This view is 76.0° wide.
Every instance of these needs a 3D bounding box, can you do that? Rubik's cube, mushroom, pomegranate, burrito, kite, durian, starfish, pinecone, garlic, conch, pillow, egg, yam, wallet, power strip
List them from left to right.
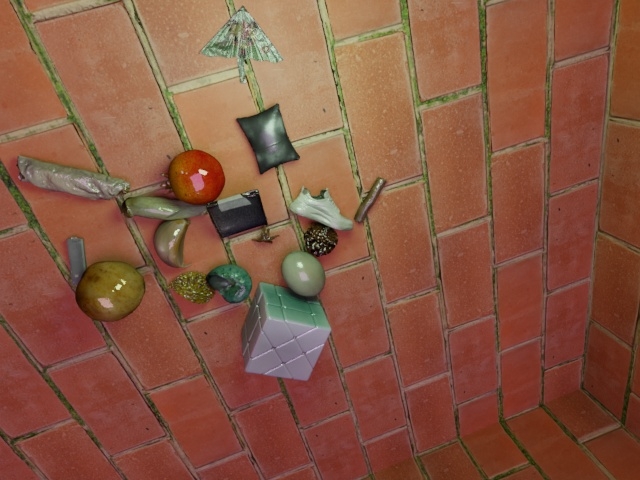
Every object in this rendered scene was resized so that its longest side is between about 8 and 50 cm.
[{"bbox_3d":[-0.945,-0.226,1.574,0.393,0.076,0.117,12,117,-18],"label":"burrito"},{"bbox_3d":[-1.024,0.096,1.727,0.060,0.027,0.252,1,114,-17],"label":"power strip"},{"bbox_3d":[-0.866,0.211,1.697,0.261,0.260,0.260,-6,116,-13],"label":"pomegranate"},{"bbox_3d":[-0.632,-0.130,1.683,0.334,0.107,0.087,4,134,-18],"label":"mushroom"},{"bbox_3d":[-0.628,0.018,1.755,0.164,0.146,0.244,-17,125,-43],"label":"garlic"},{"bbox_3d":[-0.507,-0.241,1.613,0.257,0.221,0.220,-14,117,0],"label":"pomegranate"},{"bbox_3d":[-0.580,0.223,1.877,0.182,0.165,0.132,51,137,-6],"label":"durian"},{"bbox_3d":[-0.409,0.202,1.891,0.196,0.134,0.202,5,121,17],"label":"conch"},{"bbox_3d":[-0.346,-0.114,1.730,0.221,0.071,0.262,-15,156,-5],"label":"wallet"},{"bbox_3d":[-0.293,-0.736,1.547,0.323,0.013,0.267,0,114,-15],"label":"kite"},{"bbox_3d":[-0.256,-0.007,1.859,0.131,0.041,0.133,-19,141,18],"label":"starfish"},{"bbox_3d":[-0.210,-0.411,1.669,0.186,0.106,0.249,-22,117,3],"label":"pillow"},{"bbox_3d":[-0.176,0.431,1.954,0.322,0.316,0.318,15,109,-22],"label":"Rubik's cube"},{"bbox_3d":[-0.077,0.158,1.923,0.187,0.186,0.253,-34,115,2],"label":"egg"},{"bbox_3d":[0.000,0.000,1.898,0.174,0.173,0.173,-6,116,-13],"label":"pinecone"},{"bbox_3d":[0.232,-0.189,1.925,0.057,0.057,0.241,24,104,-24],"label":"yam"}]

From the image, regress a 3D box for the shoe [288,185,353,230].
[{"bbox_3d":[0.023,-0.156,1.848,0.317,0.124,0.159,16,103,-21],"label":"shoe"}]
